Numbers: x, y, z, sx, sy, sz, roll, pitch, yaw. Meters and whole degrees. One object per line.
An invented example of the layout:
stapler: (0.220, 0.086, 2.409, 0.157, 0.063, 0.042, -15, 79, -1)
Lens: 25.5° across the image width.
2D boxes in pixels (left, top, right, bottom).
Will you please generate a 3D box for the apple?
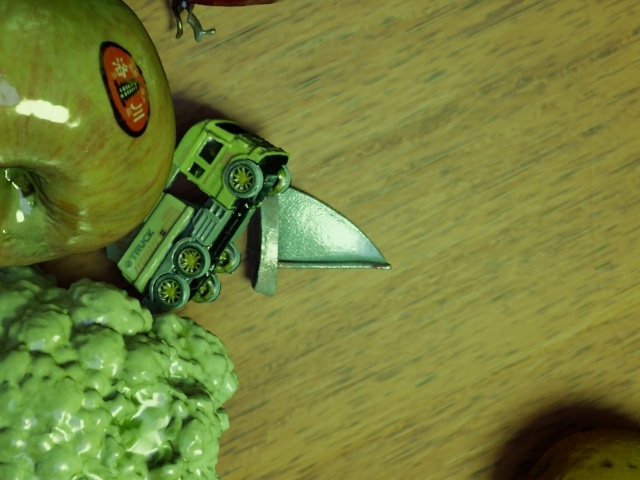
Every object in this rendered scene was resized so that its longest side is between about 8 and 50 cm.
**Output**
apple: (-0.230, -0.093, 1.041, 0.260, 0.194, 0.261, -8, 141, -7)

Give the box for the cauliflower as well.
cauliflower: (-0.192, 0.144, 1.114, 0.260, 0.281, 0.327, -36, 75, -3)

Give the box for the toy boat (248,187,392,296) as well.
toy boat: (0.001, 0.000, 1.219, 0.122, 0.034, 0.096, -1, 100, -19)

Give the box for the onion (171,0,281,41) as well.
onion: (-0.073, -0.285, 1.061, 0.273, 0.285, 0.273, 5, 64, -11)

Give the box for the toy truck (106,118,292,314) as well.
toy truck: (-0.107, -0.024, 1.162, 0.100, 0.077, 0.169, 37, 105, 14)

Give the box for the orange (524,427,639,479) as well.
orange: (0.269, 0.262, 1.245, 0.206, 0.206, 0.206, -2, 104, -10)
